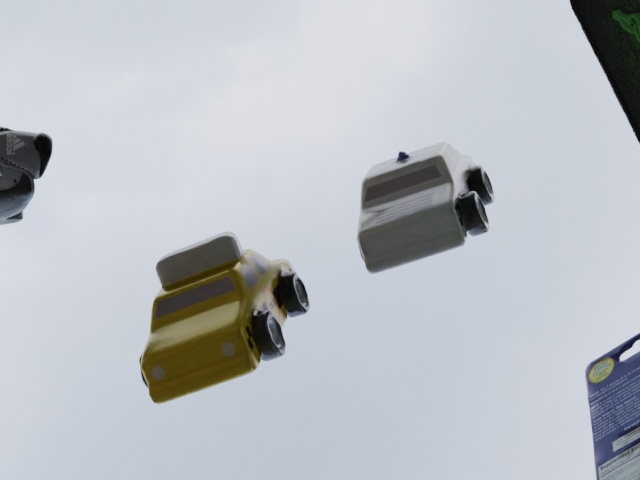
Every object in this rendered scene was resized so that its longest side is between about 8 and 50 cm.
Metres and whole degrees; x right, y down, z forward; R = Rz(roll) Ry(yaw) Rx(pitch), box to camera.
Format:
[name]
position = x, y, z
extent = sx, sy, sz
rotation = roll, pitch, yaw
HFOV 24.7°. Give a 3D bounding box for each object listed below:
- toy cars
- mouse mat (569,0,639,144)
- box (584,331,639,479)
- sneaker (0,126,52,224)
[toy cars]
position = 0.000, 0.000, 1.118
extent = 0.393, 0.176, 0.087
rotation = -29, -77, -33
[mouse mat]
position = 0.255, -0.106, 0.907
extent = 0.152, 0.007, 0.190
rotation = -14, -125, -6
[box]
position = 0.304, 0.175, 1.308
extent = 0.136, 0.036, 0.225
rotation = -38, -147, 35
[sneaker]
position = -0.276, -0.091, 1.122
extent = 0.132, 0.229, 0.086
rotation = -2, -128, 2
